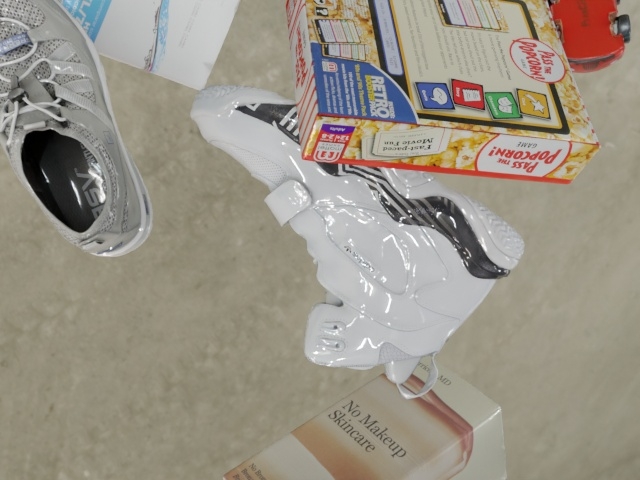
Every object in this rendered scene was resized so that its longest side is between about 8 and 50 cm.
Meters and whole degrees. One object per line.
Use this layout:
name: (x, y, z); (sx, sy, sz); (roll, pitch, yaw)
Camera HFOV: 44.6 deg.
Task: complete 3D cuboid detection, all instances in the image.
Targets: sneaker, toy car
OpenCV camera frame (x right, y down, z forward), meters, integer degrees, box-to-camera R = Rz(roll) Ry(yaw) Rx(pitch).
sneaker: (0.000, 0.000, 0.784); (0.210, 0.365, 0.137); (-61, 177, -1)
toy car: (0.230, -0.249, 0.652); (0.225, 0.239, 0.053); (-33, 146, -3)
sneaker: (-0.232, -0.115, 0.673); (0.105, 0.115, 0.281); (-30, 94, 1)

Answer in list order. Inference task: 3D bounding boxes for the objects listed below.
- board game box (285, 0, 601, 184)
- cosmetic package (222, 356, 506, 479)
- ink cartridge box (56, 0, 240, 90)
board game box: (0.079, -0.116, 0.536); (0.193, 0.147, 0.045); (4, 146, -15)
cosmetic package: (0.057, 0.274, 0.904); (0.296, 0.153, 0.129); (-28, 125, -26)
ink cartridge box: (-0.236, -0.313, 0.861); (0.270, 0.198, 0.197); (4, 112, -66)
